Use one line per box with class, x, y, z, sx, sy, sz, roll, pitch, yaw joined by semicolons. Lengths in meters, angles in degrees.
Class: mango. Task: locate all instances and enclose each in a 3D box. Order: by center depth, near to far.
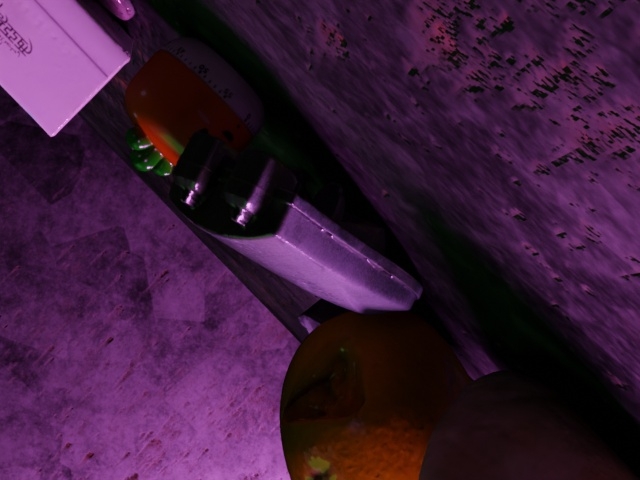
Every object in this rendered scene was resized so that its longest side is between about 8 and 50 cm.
mango;0.088;0.243;1.316;0.253;0.182;0.364;-3;-111;-65

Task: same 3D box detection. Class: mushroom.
mushroom;0.220;0.222;1.111;0.218;0.212;0.292;0;150;19

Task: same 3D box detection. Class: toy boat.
toy boat;0.000;0.000;1.192;0.141;0.092;0.319;21;172;39

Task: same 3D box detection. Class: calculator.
calculator;-0.241;-0.278;1.302;0.166;0.024;0.103;45;173;15

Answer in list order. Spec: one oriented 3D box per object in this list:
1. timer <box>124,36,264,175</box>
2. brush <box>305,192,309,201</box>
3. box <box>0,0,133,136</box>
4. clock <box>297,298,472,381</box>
timer;-0.125;-0.112;1.193;0.136;0.136;0.099;39;165;41
brush;-0.052;-0.047;1.432;0.070;0.051;0.323;53;175;-7
box;-0.302;-0.233;1.367;0.203;0.116;0.274;46;-177;-15
clock;0.133;0.203;1.634;0.386;0.076;0.386;44;172;7
